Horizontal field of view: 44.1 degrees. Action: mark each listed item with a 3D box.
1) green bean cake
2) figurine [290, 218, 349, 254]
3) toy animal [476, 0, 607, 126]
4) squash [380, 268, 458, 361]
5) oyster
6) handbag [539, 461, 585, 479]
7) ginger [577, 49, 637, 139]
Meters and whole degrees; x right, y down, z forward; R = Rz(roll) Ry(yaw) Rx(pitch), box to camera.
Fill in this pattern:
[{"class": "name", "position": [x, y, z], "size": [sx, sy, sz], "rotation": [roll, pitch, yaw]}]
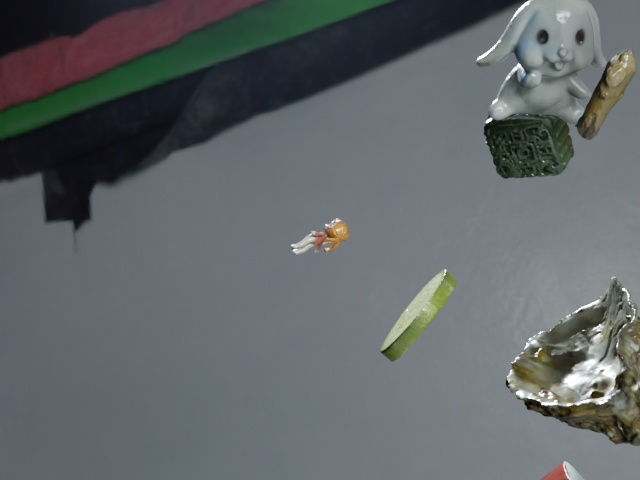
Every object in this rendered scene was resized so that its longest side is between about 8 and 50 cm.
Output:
[{"class": "green bean cake", "position": [0.489, -0.233, 1.859], "size": [0.181, 0.173, 0.094], "rotation": [-1, 41, 32]}, {"class": "figurine", "position": [0.000, 0.000, 1.413], "size": [0.109, 0.047, 0.064], "rotation": [-24, -33, -10]}, {"class": "toy animal", "position": [0.473, -0.370, 1.613], "size": [0.249, 0.174, 0.289], "rotation": [11, -31, -20]}, {"class": "squash", "position": [0.234, 0.181, 1.879], "size": [0.252, 0.049, 0.252], "rotation": [-51, -1, -1]}, {"class": "oyster", "position": [0.366, 0.182, 1.093], "size": [0.204, 0.111, 0.396], "rotation": [-30, 12, 20]}, {"class": "handbag", "position": [0.519, 0.678, 1.831], "size": [0.298, 0.171, 0.151], "rotation": [-42, -4, 9]}, {"class": "ginger", "position": [0.465, -0.233, 1.298], "size": [0.069, 0.051, 0.173], "rotation": [-50, -13, -46]}]
